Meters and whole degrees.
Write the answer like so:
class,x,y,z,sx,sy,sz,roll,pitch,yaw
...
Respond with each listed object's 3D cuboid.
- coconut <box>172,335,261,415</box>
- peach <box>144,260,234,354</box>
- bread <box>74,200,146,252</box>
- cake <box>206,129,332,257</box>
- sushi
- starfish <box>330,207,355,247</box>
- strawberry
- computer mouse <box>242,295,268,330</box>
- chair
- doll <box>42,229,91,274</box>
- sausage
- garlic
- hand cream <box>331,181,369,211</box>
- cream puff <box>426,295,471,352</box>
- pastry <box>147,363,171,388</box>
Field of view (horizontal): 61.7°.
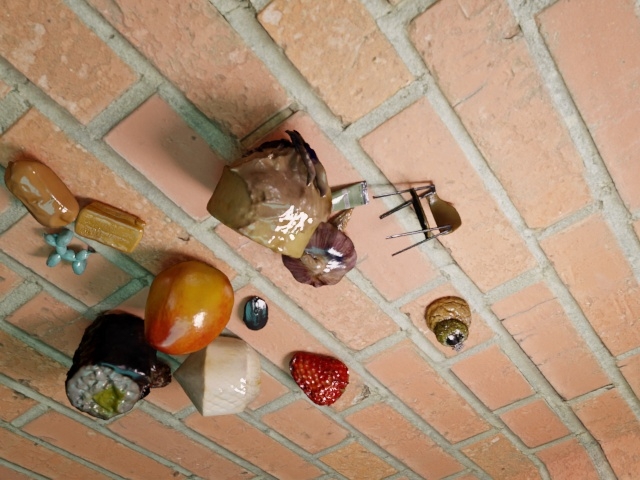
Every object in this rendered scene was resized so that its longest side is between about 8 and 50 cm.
class,x,y,z,sx,sy,sz,roll,pitch,yaw
coconut,-0.391,0.504,2.018,0.328,0.329,0.329,-2,129,-2
peach,-0.437,0.232,1.778,0.289,0.308,0.289,-1,136,-1
bread,-0.661,-0.044,1.686,0.200,0.077,0.116,23,125,-19
cake,-0.121,-0.153,1.513,0.332,0.332,0.321,27,97,-23
sushi,-0.739,0.442,1.935,0.299,0.294,0.281,-29,122,17
starfish,-0.001,-0.003,1.783,0.231,0.048,0.295,15,121,-9
strawberry,-0.015,0.543,2.150,0.244,0.205,0.205,34,122,-4
computer mouse,-0.240,0.281,1.988,0.099,0.057,0.172,0,128,-8
chair,0.310,-0.075,1.669,0.246,0.159,0.172,-19,149,8
doll,-0.832,0.031,1.746,0.159,0.059,0.158,25,125,-20
sausage,-0.819,-0.138,1.569,0.136,0.120,0.241,-14,129,10
garlic,-0.007,0.055,1.698,0.245,0.160,0.245,1,125,2
hand cream,0.038,-0.122,1.686,0.235,0.055,0.086,-14,129,-4
cream puff,0.493,0.327,2.005,0.183,0.169,0.183,-3,128,-3
pastry,-0.703,0.544,2.133,0.208,0.097,0.115,-5,146,2
